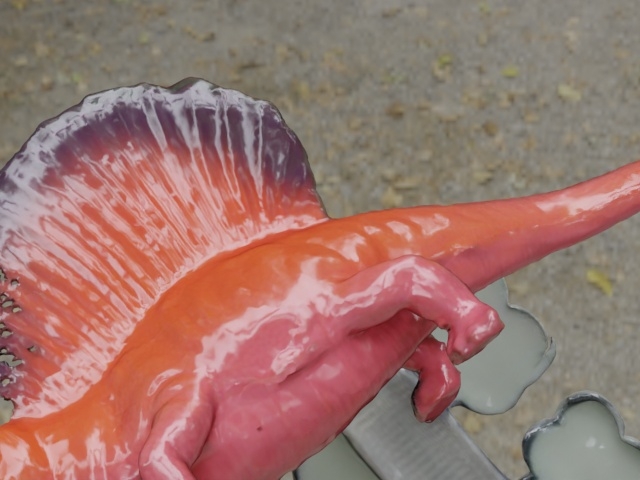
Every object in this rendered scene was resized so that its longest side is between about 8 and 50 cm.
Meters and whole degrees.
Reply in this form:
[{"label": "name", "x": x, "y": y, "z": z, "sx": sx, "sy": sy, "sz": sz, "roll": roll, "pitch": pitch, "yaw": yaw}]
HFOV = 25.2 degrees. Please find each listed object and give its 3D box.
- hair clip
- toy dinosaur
[{"label": "hair clip", "x": 0.067, "y": 0.108, "z": 0.604, "sx": 0.140, "sy": 0.220, "sz": 0.054, "roll": -39, "pitch": 2, "yaw": 16}, {"label": "toy dinosaur", "x": -0.007, "y": -0.004, "z": 0.438, "sx": 0.286, "sy": 0.070, "sz": 0.139, "roll": -36, "pitch": 77, "yaw": -20}]
